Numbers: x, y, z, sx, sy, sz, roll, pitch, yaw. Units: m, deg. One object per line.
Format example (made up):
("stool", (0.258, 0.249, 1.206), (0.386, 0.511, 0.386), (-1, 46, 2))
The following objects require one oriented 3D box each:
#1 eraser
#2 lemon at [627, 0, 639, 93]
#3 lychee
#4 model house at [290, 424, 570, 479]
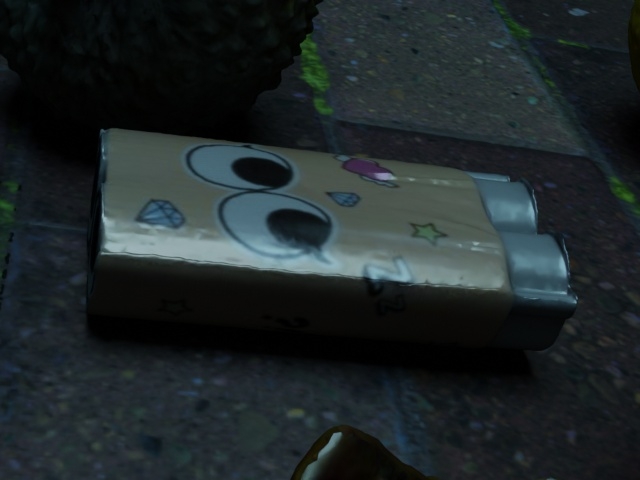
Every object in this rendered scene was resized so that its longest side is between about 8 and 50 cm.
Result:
("eraser", (0.000, 0.000, 0.837), (0.291, 0.087, 0.171), (6, 31, -13))
("lemon", (0.411, -0.184, 1.186), (0.267, 0.267, 0.267), (11, 29, -6))
("lychee", (-0.121, -0.201, 0.969), (0.255, 0.255, 0.274), (26, 26, 22))
("model house", (0.044, 0.175, 0.473), (0.220, 0.199, 0.229), (38, -20, -17))
